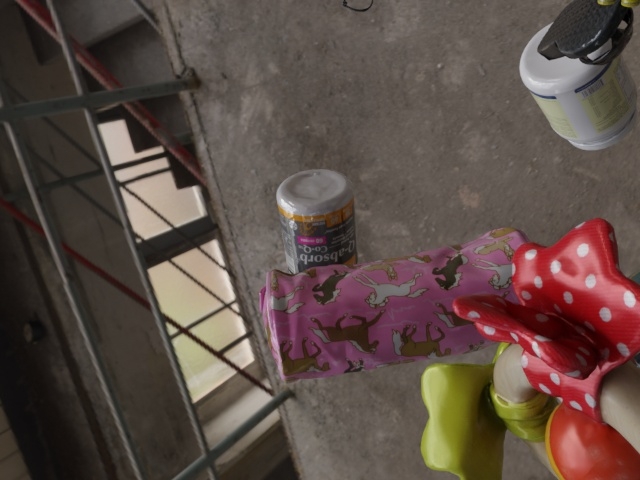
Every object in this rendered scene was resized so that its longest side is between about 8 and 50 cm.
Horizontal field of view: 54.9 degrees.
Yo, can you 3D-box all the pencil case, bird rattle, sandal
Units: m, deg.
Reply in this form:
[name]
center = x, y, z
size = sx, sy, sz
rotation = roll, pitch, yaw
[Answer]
[pencil case]
center = 0.107, 0.089, 0.862
size = 0.386, 0.167, 0.160
rotation = -11, 92, -3
[bird rattle]
center = 0.184, 0.111, 0.431
size = 0.207, 0.143, 0.253
rotation = 44, 150, 17
[sandal]
center = 0.562, -0.433, 1.262
size = 0.107, 0.446, 0.167
rotation = 32, 109, -1

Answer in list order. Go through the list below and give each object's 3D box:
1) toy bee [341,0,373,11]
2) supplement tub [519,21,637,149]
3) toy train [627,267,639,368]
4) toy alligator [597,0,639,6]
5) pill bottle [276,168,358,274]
[toy bee]
center = 0.021, -0.619, 1.188
size = 0.298, 0.195, 0.162
rotation = 32, 171, -4
[supplement tub]
center = 0.702, -0.411, 1.651
size = 0.235, 0.325, 0.235
rotation = -22, 51, 30
[toy train]
center = 0.559, 0.058, 0.854
size = 0.334, 0.190, 0.142
rotation = -42, 115, 16
[toy alligator]
center = 0.471, -0.424, 1.011
size = 0.190, 0.051, 0.056
rotation = 22, 137, 34
[pill bottle]
center = 0.000, 0.000, 1.329
size = 0.162, 0.162, 0.278
rotation = 17, 132, 30
